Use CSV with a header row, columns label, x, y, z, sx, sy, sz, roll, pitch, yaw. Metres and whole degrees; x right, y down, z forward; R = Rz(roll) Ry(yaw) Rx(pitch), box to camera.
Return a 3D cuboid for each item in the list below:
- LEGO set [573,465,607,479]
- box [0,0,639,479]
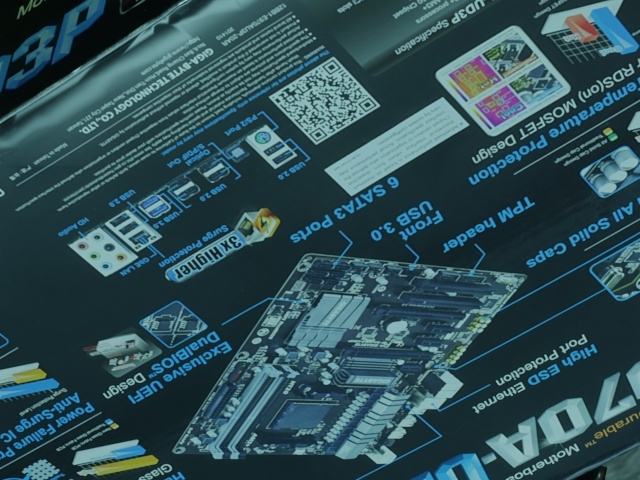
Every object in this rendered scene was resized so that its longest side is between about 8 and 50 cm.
label,x,y,z,sx,sy,sz,roll,pitch,yaw
LEGO set,0.047,0.021,0.624,0.255,0.192,0.331,22,117,-1
box,0.000,0.000,0.450,0.220,0.051,0.175,-30,130,22
